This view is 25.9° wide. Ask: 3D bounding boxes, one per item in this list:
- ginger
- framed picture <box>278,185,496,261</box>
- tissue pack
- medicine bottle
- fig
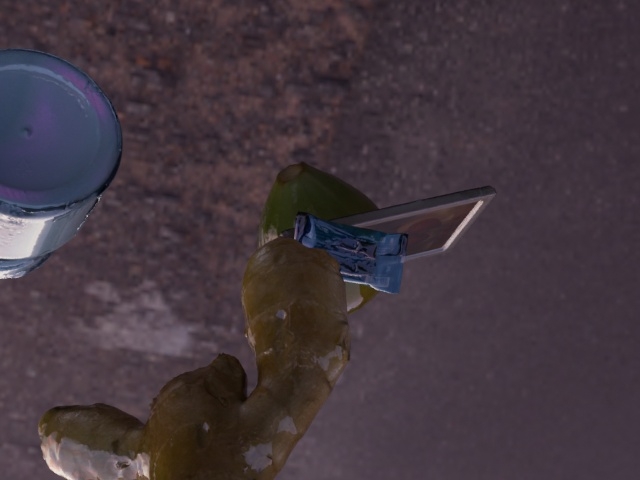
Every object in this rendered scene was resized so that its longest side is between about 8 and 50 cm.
[{"bbox_3d":[-0.086,0.195,1.328,0.363,0.348,0.122,-31,136,-2],"label":"ginger"},{"bbox_3d":[0.068,0.000,1.834,0.289,0.020,0.211,-12,161,-17],"label":"framed picture"},{"bbox_3d":[0.033,0.016,1.675,0.138,0.028,0.085,12,117,6],"label":"tissue pack"},{"bbox_3d":[-0.415,-0.086,1.872,0.245,0.245,0.290,14,152,-16],"label":"medicine bottle"},{"bbox_3d":[-0.004,0.006,2.092,0.230,0.207,0.207,42,148,0],"label":"fig"}]
